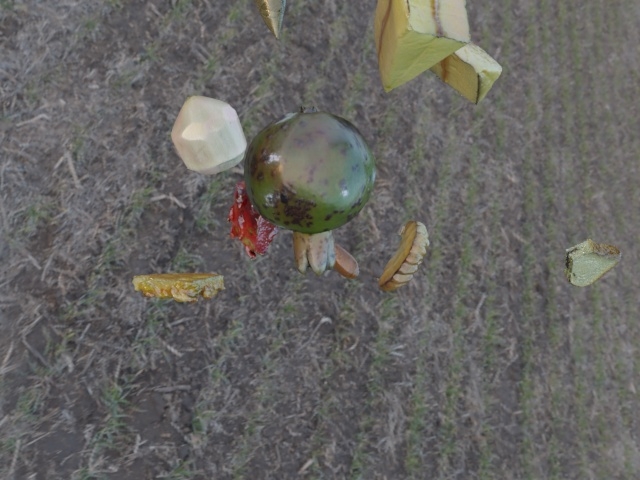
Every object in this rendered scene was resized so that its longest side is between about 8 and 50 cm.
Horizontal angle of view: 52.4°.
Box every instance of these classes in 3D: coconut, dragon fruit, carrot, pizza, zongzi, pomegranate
[{"bbox_3d":[-0.260,-0.251,1.505,0.171,0.171,0.182,-50,129,-47],"label":"coconut"},{"bbox_3d":[-0.182,-0.099,1.711,0.273,0.161,0.126,-65,153,-5],"label":"dragon fruit"},{"bbox_3d":[0.000,0.000,1.325,0.216,0.048,0.048,44,44,-14],"label":"carrot"},{"bbox_3d":[-0.264,0.089,1.220,0.175,0.134,0.046,1,95,-13],"label":"pizza"},{"bbox_3d":[-0.106,-0.511,1.411,0.189,0.082,0.177,-97,177,-81],"label":"zongzi"},{"bbox_3d":[-0.014,-0.069,0.938,0.202,0.202,0.247,-23,114,-48],"label":"pomegranate"}]

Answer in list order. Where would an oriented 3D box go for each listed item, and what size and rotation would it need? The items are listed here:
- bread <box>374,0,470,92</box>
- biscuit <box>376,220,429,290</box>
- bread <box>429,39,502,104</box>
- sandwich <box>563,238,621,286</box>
[{"bbox_3d":[0.136,-0.402,1.235,0.163,0.264,0.167,0,76,-34],"label":"bread"},{"bbox_3d":[0.204,0.043,1.523,0.061,0.118,0.183,30,86,-14],"label":"biscuit"},{"bbox_3d":[0.319,-0.459,1.673,0.240,0.135,0.178,44,34,21],"label":"bread"},{"bbox_3d":[0.491,0.044,1.213,0.093,0.104,0.035,12,45,-19],"label":"sandwich"}]
